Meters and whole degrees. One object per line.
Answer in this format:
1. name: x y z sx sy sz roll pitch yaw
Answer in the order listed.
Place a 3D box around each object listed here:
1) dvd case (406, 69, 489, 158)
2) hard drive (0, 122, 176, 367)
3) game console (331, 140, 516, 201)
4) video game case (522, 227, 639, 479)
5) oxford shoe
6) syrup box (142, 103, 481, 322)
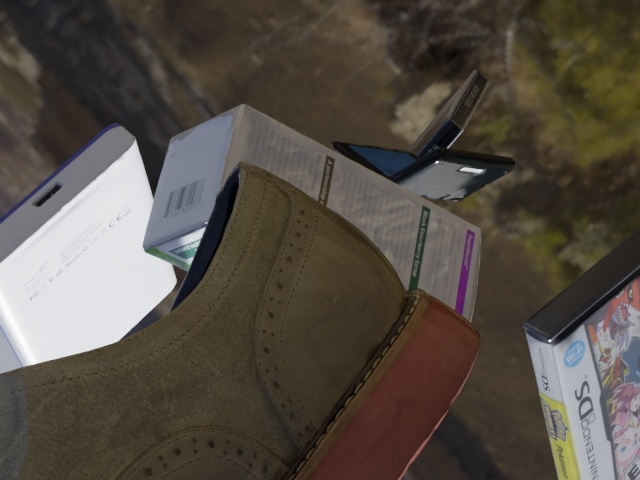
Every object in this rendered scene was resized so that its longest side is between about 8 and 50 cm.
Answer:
1. dvd case: 0.141 -0.122 1.951 0.029 0.179 0.239 39 -154 -2
2. hard drive: -0.261 0.032 1.619 0.040 0.210 0.319 38 160 21
3. game console: 0.092 -0.076 1.310 0.122 0.107 0.071 2 -117 -50
4. video game case: 0.306 0.093 1.339 0.035 0.275 0.248 30 147 45
5. oxford shoe: -0.092 0.117 0.510 0.130 0.348 0.123 44 151 -4
6. syrup box: 0.000 0.000 1.085 0.236 0.096 0.093 27 152 -31
